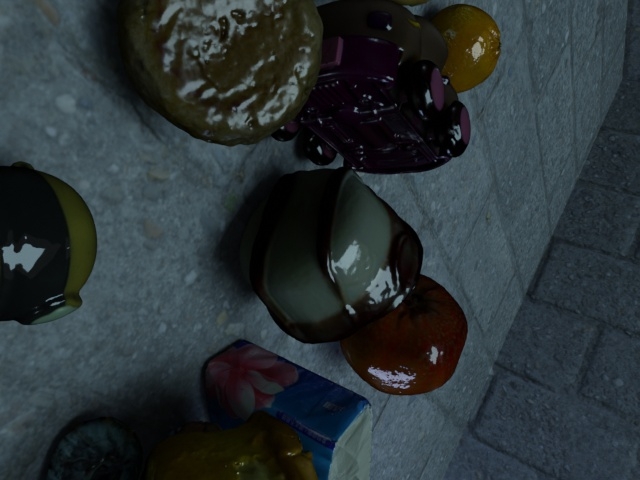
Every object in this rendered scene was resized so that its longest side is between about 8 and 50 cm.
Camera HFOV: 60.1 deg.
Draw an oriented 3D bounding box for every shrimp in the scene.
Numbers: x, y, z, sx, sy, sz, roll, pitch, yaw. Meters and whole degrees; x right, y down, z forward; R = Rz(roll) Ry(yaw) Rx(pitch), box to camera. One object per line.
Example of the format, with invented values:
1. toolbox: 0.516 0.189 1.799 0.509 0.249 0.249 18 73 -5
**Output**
1. shrimp: -0.304 0.414 0.688 0.137 0.172 0.373 7 86 -24

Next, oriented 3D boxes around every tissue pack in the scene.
1. tissue pack: -0.055 0.309 0.903 0.137 0.269 0.209 -37 137 -43

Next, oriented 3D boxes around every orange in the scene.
1. orange: 0.286 -0.391 1.136 0.177 0.155 0.178 -25 131 -32

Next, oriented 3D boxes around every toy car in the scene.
1. toy car: 0.082 -0.250 0.844 0.340 0.271 0.241 29 65 -56

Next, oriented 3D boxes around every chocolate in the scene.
1. chocolate: 0.000 0.000 0.851 0.284 0.283 0.186 -53 128 -24

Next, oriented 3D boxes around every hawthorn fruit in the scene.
1. hawthorn fruit: 0.180 0.208 1.210 0.275 0.275 0.300 -53 154 -23

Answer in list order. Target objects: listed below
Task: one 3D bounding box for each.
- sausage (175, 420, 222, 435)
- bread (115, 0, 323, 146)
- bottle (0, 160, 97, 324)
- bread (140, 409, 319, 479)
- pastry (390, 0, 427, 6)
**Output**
1. sausage: -0.233 0.426 0.878 0.086 0.086 0.289 22 89 -57
2. bread: -0.111 -0.219 0.631 0.229 0.123 0.230 -4 99 -25
3. bottle: -0.342 0.013 0.419 0.351 0.171 0.172 -10 115 -53
4. bread: -0.119 0.419 0.686 0.215 0.398 0.399 6 105 -21
5. pastry: 0.094 -0.496 0.765 0.284 0.184 0.316 -33 132 -52
